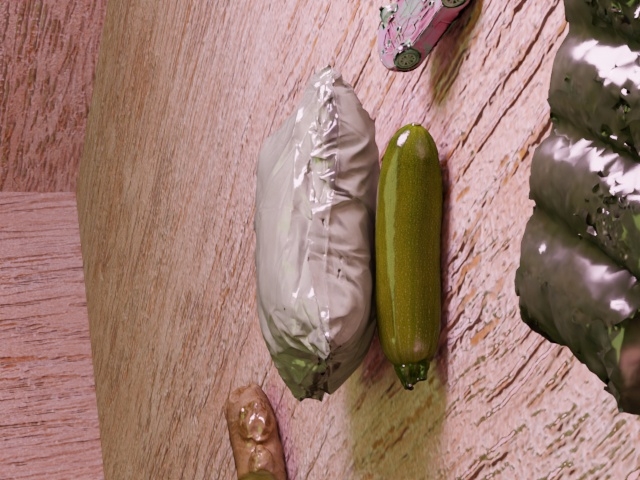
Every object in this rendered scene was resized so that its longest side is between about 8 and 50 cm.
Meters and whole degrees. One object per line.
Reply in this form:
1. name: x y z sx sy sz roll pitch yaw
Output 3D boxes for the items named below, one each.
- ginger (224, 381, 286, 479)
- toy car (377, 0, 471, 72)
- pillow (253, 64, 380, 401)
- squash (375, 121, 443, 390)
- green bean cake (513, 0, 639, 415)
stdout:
1. ginger: -0.093 0.268 1.747 0.213 0.074 0.137 -103 21 -49
2. toy car: 0.102 -0.217 1.169 0.142 0.055 0.069 -51 41 42
3. pillow: 0.000 0.000 1.305 0.283 0.138 0.309 109 162 -76
4. squash: 0.085 0.015 1.208 0.069 0.069 0.258 -168 78 -71
5. green bean cake: 0.218 -0.050 0.530 0.132 0.241 0.254 -135 47 -63
